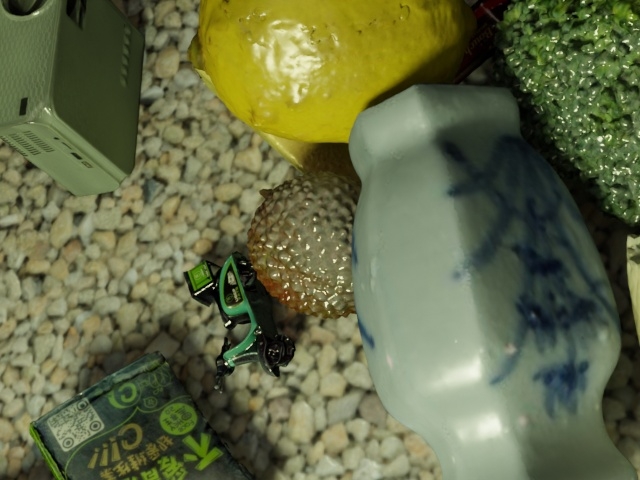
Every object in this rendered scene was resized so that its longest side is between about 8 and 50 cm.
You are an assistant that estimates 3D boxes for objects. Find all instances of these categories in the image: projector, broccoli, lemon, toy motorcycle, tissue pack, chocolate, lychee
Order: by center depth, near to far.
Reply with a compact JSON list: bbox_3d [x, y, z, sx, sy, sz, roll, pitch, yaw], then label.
[{"bbox_3d":[0.356,-0.164,1.095,0.318,0.338,0.277,-19,90,-9],"label":"broccoli"},{"bbox_3d":[0.014,-0.226,1.185,0.284,0.260,0.260,3,69,17],"label":"lemon"},{"bbox_3d":[-0.190,0.249,1.234,0.173,0.073,0.235,-30,56,-18],"label":"tissue pack"},{"bbox_3d":[0.000,0.000,1.237,0.165,0.165,0.197,-38,52,4],"label":"lychee"},{"bbox_3d":[-0.090,0.090,1.297,0.100,0.058,0.173,-32,58,15],"label":"toy motorcycle"},{"bbox_3d":[0.171,-0.229,1.339,0.182,0.028,0.086,-44,56,13],"label":"chocolate"},{"bbox_3d":[-0.324,-0.209,1.444,0.108,0.198,0.250,-8,66,20],"label":"projector"}]

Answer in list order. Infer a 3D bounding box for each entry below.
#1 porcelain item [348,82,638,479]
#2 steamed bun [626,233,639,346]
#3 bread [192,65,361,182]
[{"bbox_3d":[0.156,0.059,1.082,0.178,0.243,0.405,-34,65,53],"label":"porcelain item"},{"bbox_3d":[0.396,0.054,1.037,0.226,0.200,0.170,15,35,30],"label":"steamed bun"},{"bbox_3d":[-0.010,-0.172,1.388,0.168,0.163,0.264,-44,90,-1],"label":"bread"}]
